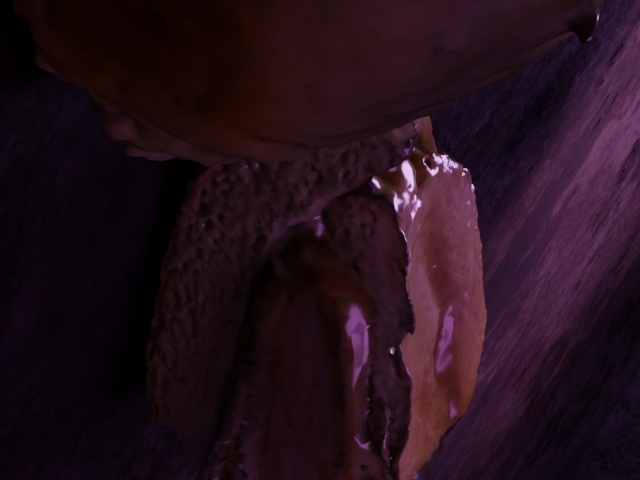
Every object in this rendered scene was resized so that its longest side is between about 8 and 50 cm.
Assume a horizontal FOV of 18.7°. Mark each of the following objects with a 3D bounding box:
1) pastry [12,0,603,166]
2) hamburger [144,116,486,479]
[{"bbox_3d":[0.035,-0.132,0.615,0.237,0.170,0.256,-39,160,-35],"label":"pastry"},{"bbox_3d":[0.000,0.000,0.857,0.155,0.135,0.208,-61,155,-45],"label":"hamburger"}]
